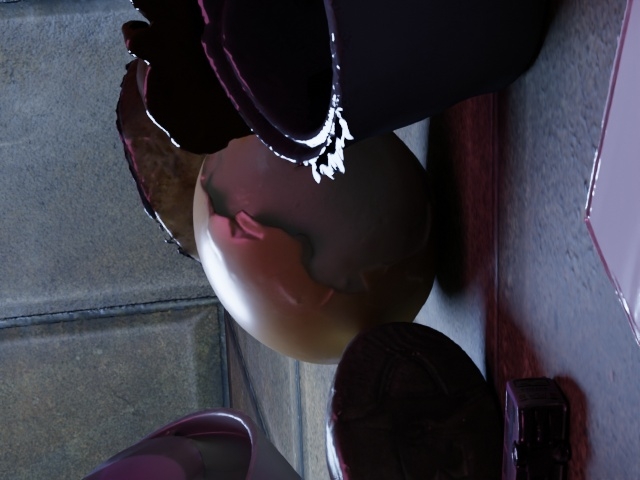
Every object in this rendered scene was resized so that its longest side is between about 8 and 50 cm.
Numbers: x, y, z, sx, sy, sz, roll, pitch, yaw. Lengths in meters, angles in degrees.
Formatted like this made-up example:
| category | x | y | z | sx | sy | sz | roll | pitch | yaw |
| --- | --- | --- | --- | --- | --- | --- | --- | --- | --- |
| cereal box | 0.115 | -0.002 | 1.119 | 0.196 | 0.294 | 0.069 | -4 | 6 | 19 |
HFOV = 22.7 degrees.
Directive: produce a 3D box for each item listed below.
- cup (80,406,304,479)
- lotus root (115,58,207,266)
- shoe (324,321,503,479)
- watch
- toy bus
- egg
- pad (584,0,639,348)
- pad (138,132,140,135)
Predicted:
| category | x | y | z | sx | sy | sz | roll | pitch | yaw |
| --- | --- | --- | --- | --- | --- | --- | --- | --- | --- |
| cup | -0.056 | 0.339 | 1.353 | 0.371 | 0.253 | 0.253 | 49 | -175 | -22 |
| lotus root | -0.084 | -0.117 | 1.793 | 0.272 | 0.192 | 0.272 | 51 | -156 | -33 |
| shoe | 0.072 | 0.242 | 1.228 | 0.210 | 0.132 | 0.342 | 108 | 151 | -63 |
| watch | 0.007 | -0.191 | 1.064 | 0.327 | 0.314 | 0.335 | 42 | 148 | 54 |
| toy bus | 0.139 | 0.155 | 1.055 | 0.052 | 0.037 | 0.130 | -109 | 17 | -64 |
| egg | 0.000 | 0.000 | 1.319 | 0.244 | 0.201 | 0.201 | 79 | 178 | -48 |
| pad | 0.174 | -0.043 | 0.811 | 0.156 | 0.004 | 0.232 | -104 | 12 | -45 |
| pad | -0.028 | -0.206 | 1.333 | 0.323 | 0.055 | 0.250 | -49 | -14 | -33 |
